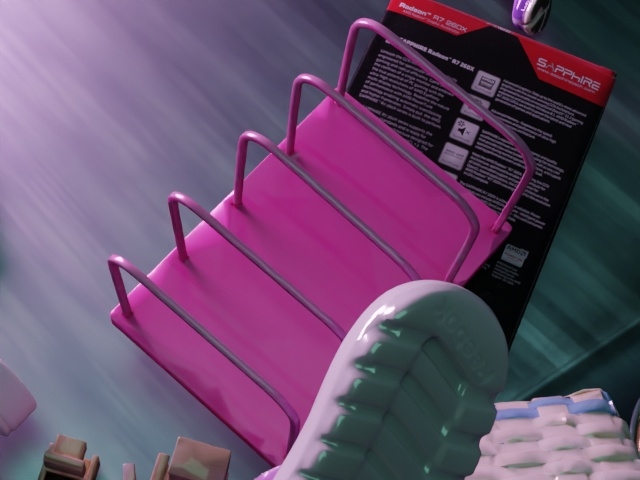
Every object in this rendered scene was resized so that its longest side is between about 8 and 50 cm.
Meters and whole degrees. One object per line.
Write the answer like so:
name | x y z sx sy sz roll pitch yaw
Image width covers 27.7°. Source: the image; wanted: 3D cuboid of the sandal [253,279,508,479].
sandal | -0.008 0.214 0.901 0.169 0.102 0.416 39 83 -25

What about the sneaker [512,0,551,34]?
sneaker | 0.204 -0.281 1.336 0.071 0.068 0.170 -2 58 10

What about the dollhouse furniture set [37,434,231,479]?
dollhouse furniture set | -0.163 0.212 1.017 0.161 0.182 0.101 15 67 0

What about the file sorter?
file sorter | 0.000 0.000 1.025 0.202 0.182 0.290 40 72 11

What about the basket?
basket | 0.165 0.266 0.996 0.255 0.201 0.289 -3 41 3

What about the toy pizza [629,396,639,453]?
toy pizza | 0.351 0.202 1.113 0.201 0.032 0.201 15 56 -24

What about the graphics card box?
graphics card box | 0.101 -0.032 1.193 0.233 0.094 0.371 23 67 4

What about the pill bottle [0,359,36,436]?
pill bottle | -0.350 0.186 1.034 0.136 0.136 0.245 40 69 11
